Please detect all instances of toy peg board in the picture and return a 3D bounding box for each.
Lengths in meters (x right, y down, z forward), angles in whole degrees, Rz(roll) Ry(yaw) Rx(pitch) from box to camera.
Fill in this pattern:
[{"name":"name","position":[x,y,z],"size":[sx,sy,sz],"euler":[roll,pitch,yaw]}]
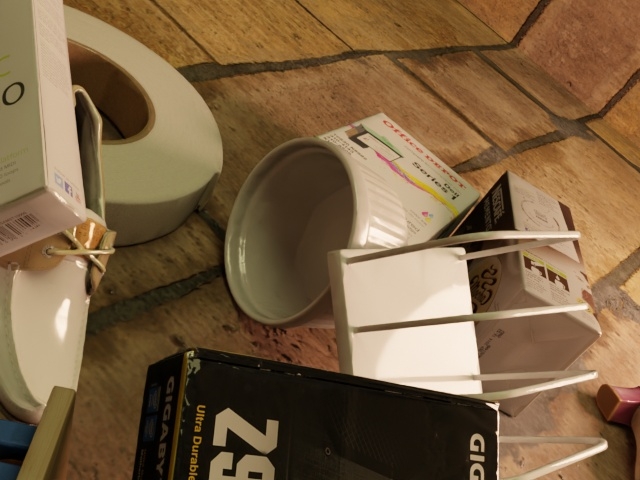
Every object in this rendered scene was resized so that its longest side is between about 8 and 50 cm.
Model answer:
[{"name":"toy peg board","position":[-0.211,0.192,0.487],"size":[0.079,0.160,0.161],"euler":[12,35,-7]}]

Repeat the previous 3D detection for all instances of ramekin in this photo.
[{"name":"ramekin","position":[0.000,0.000,0.899],"size":[0.109,0.207,0.207],"euler":[17,35,-42]}]

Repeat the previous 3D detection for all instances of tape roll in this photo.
[{"name":"tape roll","position":[-0.299,-0.151,0.940],"size":[0.392,0.072,0.392],"euler":[24,32,-16]}]

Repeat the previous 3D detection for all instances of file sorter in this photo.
[{"name":"file sorter","position":[0.145,0.135,0.755],"size":[0.193,0.173,0.278],"euler":[0,82,-43]}]

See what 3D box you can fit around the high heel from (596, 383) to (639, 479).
[{"name":"high heel","position":[0.458,0.281,1.068],"size":[0.117,0.082,0.244],"euler":[13,24,-16]}]

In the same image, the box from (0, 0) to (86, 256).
[{"name":"box","position":[-0.321,-0.109,0.681],"size":[0.058,0.232,0.322],"euler":[58,12,-54]}]

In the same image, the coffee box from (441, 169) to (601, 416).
[{"name":"coffee box","position":[0.253,0.059,1.087],"size":[0.119,0.168,0.297],"euler":[29,32,-10]}]

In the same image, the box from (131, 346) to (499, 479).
[{"name":"box","position":[-0.002,0.249,0.530],"size":[0.257,0.079,0.322],"euler":[15,69,-27]}]

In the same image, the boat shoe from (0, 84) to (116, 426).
[{"name":"boat shoe","position":[-0.231,0.001,0.679],"size":[0.113,0.103,0.302],"euler":[34,41,-63]}]

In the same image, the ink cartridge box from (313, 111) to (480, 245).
[{"name":"ink cartridge box","position":[0.073,-0.053,1.115],"size":[0.201,0.117,0.278],"euler":[42,31,10]}]
